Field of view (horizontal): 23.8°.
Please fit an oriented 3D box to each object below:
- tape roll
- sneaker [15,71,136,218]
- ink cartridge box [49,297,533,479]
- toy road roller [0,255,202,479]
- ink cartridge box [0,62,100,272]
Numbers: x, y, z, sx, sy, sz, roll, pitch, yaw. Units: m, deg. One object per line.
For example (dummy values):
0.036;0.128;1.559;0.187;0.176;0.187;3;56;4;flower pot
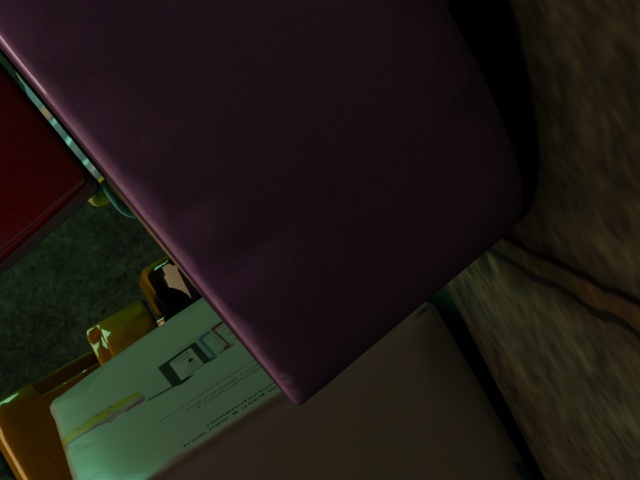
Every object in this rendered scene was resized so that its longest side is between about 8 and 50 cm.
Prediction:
-0.061;-0.082;0.461;0.275;0.090;0.275;49;174;7;tape roll
-0.175;-0.120;1.115;0.208;0.127;0.319;64;173;-15;sneaker
-0.010;0.123;0.727;0.171;0.168;0.232;59;172;-12;ink cartridge box
-0.111;0.124;1.153;0.202;0.240;0.329;61;172;1;toy road roller
-0.144;-0.045;0.495;0.134;0.078;0.231;50;175;-6;ink cartridge box
